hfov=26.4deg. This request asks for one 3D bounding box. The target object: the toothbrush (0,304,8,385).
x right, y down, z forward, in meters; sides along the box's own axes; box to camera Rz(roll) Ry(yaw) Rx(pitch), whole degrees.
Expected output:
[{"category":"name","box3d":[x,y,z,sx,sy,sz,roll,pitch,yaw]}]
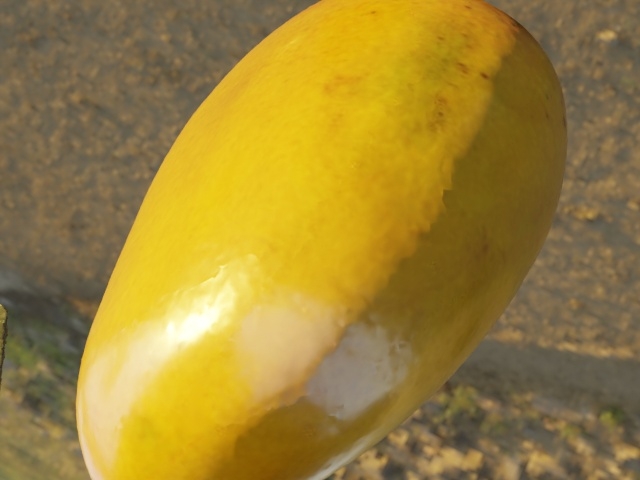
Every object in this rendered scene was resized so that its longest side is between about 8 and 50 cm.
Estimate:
[{"category":"toothbrush","box3d":[-0.288,0.173,1.165,0.030,0.297,0.030,-3,140,-5]}]

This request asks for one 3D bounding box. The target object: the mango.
[{"category":"mango","box3d":[0.000,0.000,0.898,0.300,0.445,0.232,-17,117,46]}]
